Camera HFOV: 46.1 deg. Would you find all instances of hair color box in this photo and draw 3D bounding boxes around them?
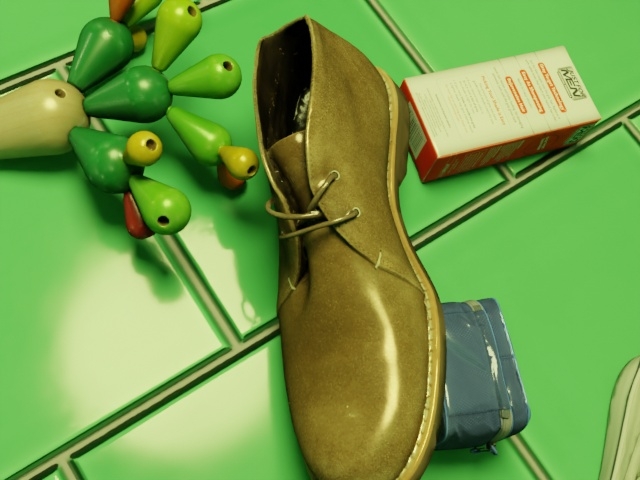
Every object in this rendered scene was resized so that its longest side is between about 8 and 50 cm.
[{"bbox_3d":[0.133,-0.098,0.576,0.141,0.043,0.072,-14,71,-15],"label":"hair color box"}]

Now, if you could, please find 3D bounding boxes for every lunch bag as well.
[{"bbox_3d":[0.092,0.088,0.477,0.065,0.067,0.099,-7,69,-14],"label":"lunch bag"}]

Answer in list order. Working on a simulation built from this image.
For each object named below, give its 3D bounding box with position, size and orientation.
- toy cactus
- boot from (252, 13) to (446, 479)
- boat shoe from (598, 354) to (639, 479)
[{"bbox_3d":[-0.138,-0.091,0.505,0.180,0.112,0.219,-13,72,4],"label":"toy cactus"},{"bbox_3d":[0.000,0.000,0.452,0.112,0.115,0.306,-17,60,25],"label":"boot"},{"bbox_3d":[0.220,0.184,0.451,0.096,0.088,0.268,23,65,-1],"label":"boat shoe"}]
